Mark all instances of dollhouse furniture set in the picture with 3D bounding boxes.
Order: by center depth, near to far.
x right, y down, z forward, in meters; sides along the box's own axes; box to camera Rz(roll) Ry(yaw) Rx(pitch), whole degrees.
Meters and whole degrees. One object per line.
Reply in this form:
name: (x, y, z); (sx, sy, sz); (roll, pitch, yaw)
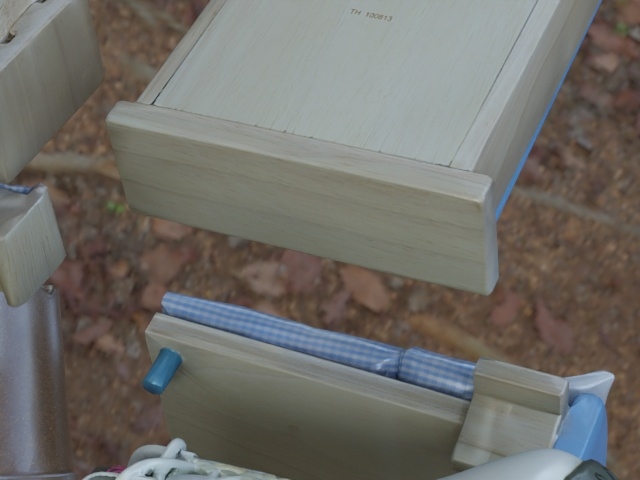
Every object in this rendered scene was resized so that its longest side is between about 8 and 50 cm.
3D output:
dollhouse furniture set: (0.000, 0.000, 0.704); (0.286, 0.303, 0.198); (13, 49, 21)

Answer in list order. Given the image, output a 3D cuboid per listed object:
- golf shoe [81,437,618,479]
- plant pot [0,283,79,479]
golf shoe: (-0.030, 0.118, 0.558); (0.120, 0.272, 0.105); (65, 19, 6)
plant pot: (-0.233, 0.110, 1.043); (0.167, 0.167, 0.165); (1, 83, -23)
